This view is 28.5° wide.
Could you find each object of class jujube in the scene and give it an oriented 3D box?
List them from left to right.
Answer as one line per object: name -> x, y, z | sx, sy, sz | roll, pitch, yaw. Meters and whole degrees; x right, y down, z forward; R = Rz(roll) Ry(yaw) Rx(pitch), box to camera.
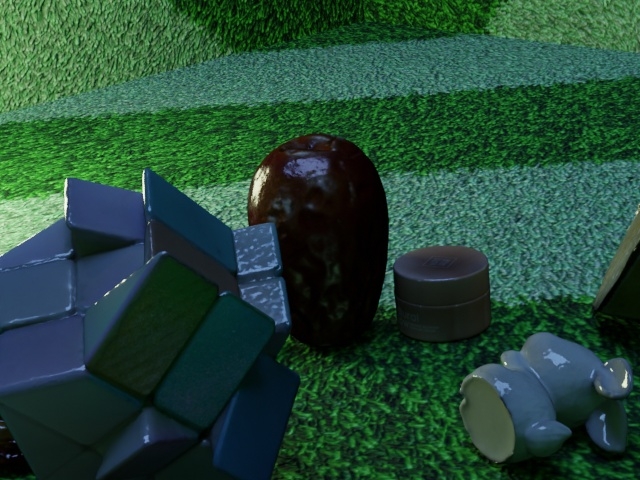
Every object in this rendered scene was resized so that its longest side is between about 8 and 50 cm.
jujube -> 0.000, 0.000, 1.917 | 0.223, 0.318, 0.223 | -5, 21, 2

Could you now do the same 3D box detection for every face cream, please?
face cream -> 0.189, 0.081, 1.955 | 0.149, 0.104, 0.149 | -5, 20, 2

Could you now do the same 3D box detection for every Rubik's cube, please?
Rubik's cube -> -0.211, 0.127, 1.475 | 0.368, 0.387, 0.358 | -12, 45, -1

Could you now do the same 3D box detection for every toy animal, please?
toy animal -> 0.284, 0.201, 1.572 | 0.193, 0.127, 0.178 | -12, 23, -19

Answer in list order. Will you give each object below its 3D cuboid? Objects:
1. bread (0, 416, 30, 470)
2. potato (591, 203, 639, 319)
bread -> -0.405, 0.251, 1.690 | 0.344, 0.084, 0.124 | -6, 18, -1
potato -> 0.592, 0.046, 1.855 | 0.296, 0.290, 0.397 | 29, -12, 10
